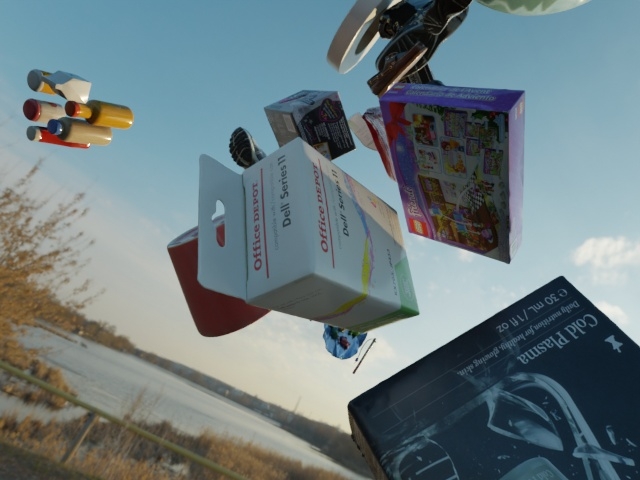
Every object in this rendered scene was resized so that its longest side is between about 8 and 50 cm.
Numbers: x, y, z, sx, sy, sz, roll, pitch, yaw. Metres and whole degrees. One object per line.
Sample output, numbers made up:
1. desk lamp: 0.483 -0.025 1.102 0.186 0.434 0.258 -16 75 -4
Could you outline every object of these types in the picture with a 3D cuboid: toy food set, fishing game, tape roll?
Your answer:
1. toy food set: -0.442 -0.221 0.704 0.232 0.111 0.104 31 17 17
2. fishing game: 0.082 0.249 1.200 0.041 0.189 0.264 -2 -52 47
3. tape roll: 0.173 -0.827 1.618 0.072 0.392 0.392 41 -24 0

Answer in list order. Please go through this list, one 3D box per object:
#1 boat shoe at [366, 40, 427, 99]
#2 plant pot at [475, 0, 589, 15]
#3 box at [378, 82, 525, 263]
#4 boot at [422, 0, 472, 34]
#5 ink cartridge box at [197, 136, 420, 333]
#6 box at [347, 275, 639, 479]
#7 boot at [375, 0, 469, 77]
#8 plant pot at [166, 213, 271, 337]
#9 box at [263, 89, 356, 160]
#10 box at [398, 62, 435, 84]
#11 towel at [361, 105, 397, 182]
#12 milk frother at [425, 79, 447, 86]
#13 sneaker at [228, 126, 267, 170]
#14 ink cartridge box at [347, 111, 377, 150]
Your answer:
1. boat shoe: 0.200 -0.472 1.144 0.073 0.073 0.207 51 -37 -4
2. plant pot: 0.272 -0.444 0.446 0.293 0.293 0.235 20 6 11
3. box: 0.218 -0.104 0.680 0.201 0.057 0.293 21 -32 38
4. boot: 0.371 -0.662 1.081 0.085 0.178 0.236 40 -10 -7
5. ink cartridge box: 0.000 0.000 0.608 0.119 0.207 0.353 -24 -31 30
6. box: 0.368 0.400 0.710 0.471 0.480 0.297 55 -14 33
7. boot: 0.297 -0.730 1.486 0.138 0.377 0.284 44 2 -38
8. plant pot: -0.252 0.075 1.086 0.275 0.275 0.243 -5 -64 50
9. box: -0.034 -0.313 1.145 0.247 0.142 0.163 38 -27 60
10. box: 0.401 -0.602 1.826 0.242 0.076 0.307 -19 -68 27
11. towel: 0.159 -0.197 0.915 0.198 0.031 0.275 62 4 -16
12. milk frother: 0.304 -0.279 0.966 0.143 0.134 0.129 -3 -50 -34
13. sneaker: -0.258 -0.313 1.647 0.110 0.122 0.283 -28 -94 29
14. ink cartridge box: 0.162 -0.289 1.283 0.224 0.056 0.181 52 12 -11
